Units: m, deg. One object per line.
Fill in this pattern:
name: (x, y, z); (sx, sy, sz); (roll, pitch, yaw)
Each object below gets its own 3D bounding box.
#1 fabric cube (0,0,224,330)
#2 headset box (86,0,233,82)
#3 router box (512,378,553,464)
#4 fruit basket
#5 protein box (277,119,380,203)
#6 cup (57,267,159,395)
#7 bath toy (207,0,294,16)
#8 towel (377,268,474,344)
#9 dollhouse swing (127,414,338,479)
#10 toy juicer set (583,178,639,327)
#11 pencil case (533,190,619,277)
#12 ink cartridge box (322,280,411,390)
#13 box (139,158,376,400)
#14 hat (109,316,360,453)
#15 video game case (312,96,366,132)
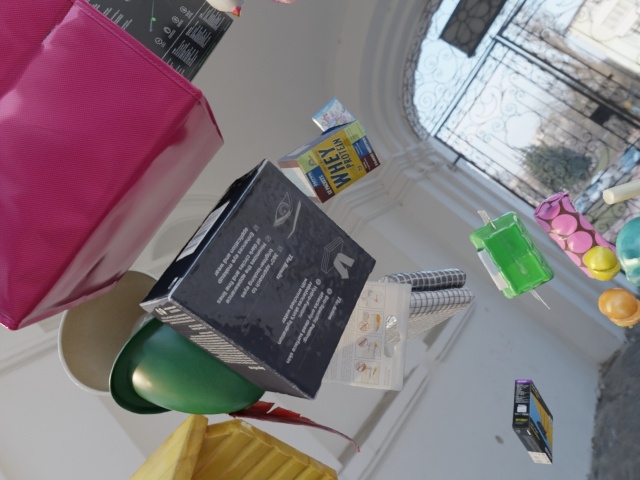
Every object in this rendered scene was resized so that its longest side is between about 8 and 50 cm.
fabric cube: (-0.290, -0.105, 0.470); (0.258, 0.259, 0.254); (-53, 8, -2)
headset box: (-0.372, -0.445, 0.904); (0.131, 0.283, 0.246); (-16, 46, 55)
router box: (0.539, 0.458, 1.105); (0.046, 0.179, 0.133); (-14, 36, 38)
fruit basket: (0.584, 0.049, 1.382); (0.165, 0.327, 0.353); (-31, -4, 10)
protein box: (0.016, -0.215, 1.207); (0.199, 0.136, 0.201); (-35, 18, -12)
cup: (-0.518, 0.264, 1.252); (0.331, 0.331, 0.237); (-47, -16, -8)
bath toy: (-0.064, -0.526, 0.836); (0.348, 0.151, 0.129); (-24, -2, -3)
towel: (0.216, 0.174, 1.133); (0.235, 0.121, 0.284); (-3, -30, -29)
dollhouse swing: (-0.126, 0.500, 0.594); (0.315, 0.347, 0.305); (-47, 22, 9)
toy juicer set: (0.601, 0.013, 0.834); (0.089, 0.209, 0.329); (90, -176, -84)
pencil case: (0.604, -0.016, 1.025); (0.098, 0.209, 0.095); (-45, -3, 41)
ink cartridge box: (0.025, 0.116, 0.588); (0.045, 0.179, 0.146); (-29, -57, -83)
box: (-0.052, 0.040, 0.418); (0.093, 0.158, 0.156); (-20, 35, 52)
hat: (-0.085, 0.170, 0.460); (0.208, 0.183, 0.173); (-23, -44, -32)
video game case: (0.068, -0.413, 1.557); (0.119, 0.166, 0.015); (-45, 4, -12)
